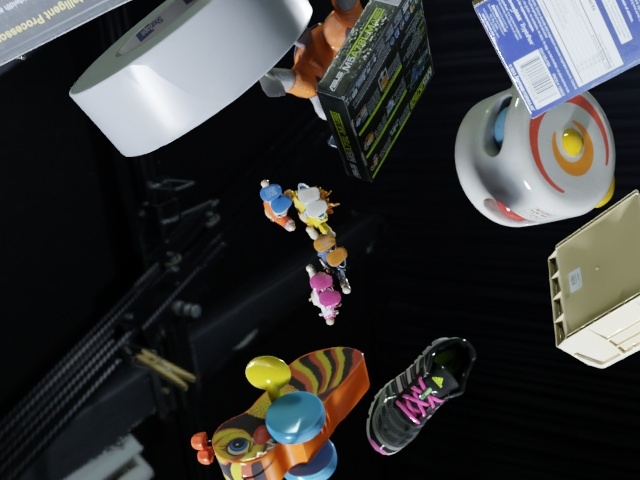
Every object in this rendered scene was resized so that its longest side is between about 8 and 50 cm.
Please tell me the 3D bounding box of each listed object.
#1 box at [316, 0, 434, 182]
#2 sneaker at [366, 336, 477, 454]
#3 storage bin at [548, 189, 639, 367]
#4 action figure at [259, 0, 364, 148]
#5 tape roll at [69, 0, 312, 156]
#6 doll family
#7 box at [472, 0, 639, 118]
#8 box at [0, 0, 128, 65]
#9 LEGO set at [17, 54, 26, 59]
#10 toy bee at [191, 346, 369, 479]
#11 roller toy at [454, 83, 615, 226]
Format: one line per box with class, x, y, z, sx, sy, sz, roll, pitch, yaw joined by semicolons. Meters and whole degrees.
box;0.074;-0.196;0.932;0.190;0.045;0.184;-61;-22;-16
sneaker;0.117;0.167;0.853;0.170;0.063;0.075;-42;-3;-27
storage bin;0.593;0.080;1.518;0.123;0.260;0.262;28;-136;-18
action figure;0.031;-0.327;1.148;0.341;0.179;0.330;-63;-8;6
tape roll;-0.116;-0.173;0.683;0.072;0.219;0.219;51;-130;-26
doll family;0.000;0.000;1.252;0.262;0.118;0.163;63;174;5
box;0.283;-0.234;0.755;0.136;0.225;0.036;57;-159;-20
box;-0.115;-0.221;0.297;0.242;0.308;0.076;61;-175;-31
LEGO set;-0.227;-0.157;0.544;0.054;0.083;0.023;6;-105;-39
toy bee;-0.066;0.227;0.911;0.298;0.162;0.195;-26;-62;-60
roller toy;0.296;-0.117;1.033;0.191;0.146;0.209;-29;-82;-29
